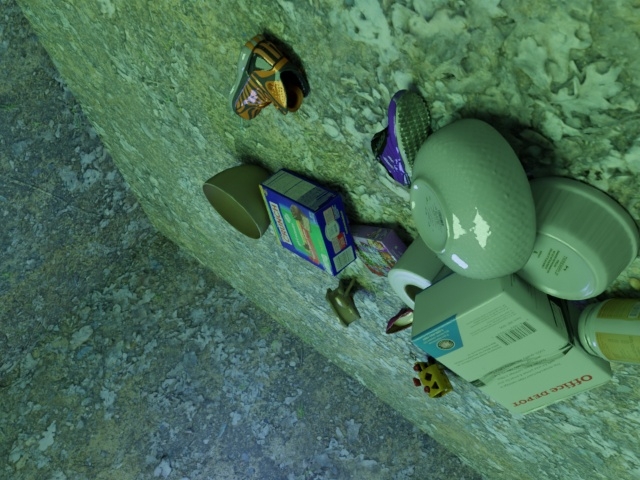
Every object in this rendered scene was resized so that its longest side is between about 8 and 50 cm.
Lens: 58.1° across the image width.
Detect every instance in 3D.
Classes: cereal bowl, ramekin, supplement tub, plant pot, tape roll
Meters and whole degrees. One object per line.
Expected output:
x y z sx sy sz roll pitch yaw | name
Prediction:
0.282 -0.071 1.192 0.339 0.141 0.339 162 90 -77 | cereal bowl
0.497 0.007 1.193 0.272 0.127 0.273 36 159 16 | ramekin
0.677 0.196 1.237 0.144 0.144 0.199 46 160 -14 | supplement tub
-0.265 -0.168 2.108 0.284 0.191 0.284 35 160 15 | plant pot
0.336 0.105 1.627 0.246 0.169 0.246 35 160 15 | tape roll

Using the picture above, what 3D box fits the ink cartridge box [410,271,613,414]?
0.463 0.233 1.413 0.394 0.166 0.285 37 130 -19 | ink cartridge box

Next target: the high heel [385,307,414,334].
0.323 0.299 2.127 0.082 0.117 0.244 46 160 -12 | high heel

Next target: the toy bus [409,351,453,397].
0.473 0.559 2.413 0.202 0.191 0.104 44 117 -10 | toy bus

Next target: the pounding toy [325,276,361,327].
0.121 0.245 2.343 0.154 0.154 0.269 55 -171 -7 | pounding toy

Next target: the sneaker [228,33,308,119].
-0.139 -0.382 1.534 0.180 0.125 0.321 41 160 4 | sneaker

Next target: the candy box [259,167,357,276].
-0.045 -0.065 1.920 0.317 0.122 0.268 30 146 46 | candy box

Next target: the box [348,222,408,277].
0.198 0.042 1.858 0.201 0.057 0.293 49 166 -20 | box

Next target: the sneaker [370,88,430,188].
0.172 -0.228 1.326 0.146 0.102 0.293 28 156 34 | sneaker
